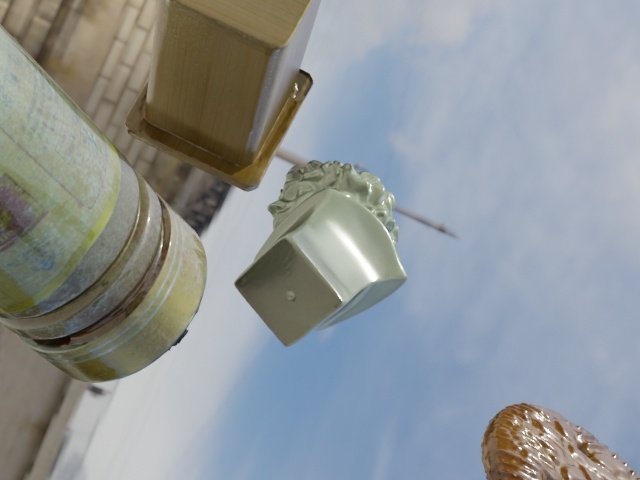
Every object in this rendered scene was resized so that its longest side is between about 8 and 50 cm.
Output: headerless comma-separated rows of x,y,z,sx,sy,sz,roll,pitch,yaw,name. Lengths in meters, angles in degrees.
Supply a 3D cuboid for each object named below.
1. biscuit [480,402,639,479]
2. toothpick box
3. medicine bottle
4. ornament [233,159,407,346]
0.174,0.173,0.792,0.027,0.188,0.188,-48,-156,24,biscuit
-0.101,-0.226,1.490,0.190,0.187,0.308,-62,179,-25,toothpick box
-0.222,-0.040,0.891,0.151,0.322,0.151,-16,-130,21,medicine bottle
0.012,0.009,1.156,0.120,0.130,0.285,-38,-168,13,ornament
